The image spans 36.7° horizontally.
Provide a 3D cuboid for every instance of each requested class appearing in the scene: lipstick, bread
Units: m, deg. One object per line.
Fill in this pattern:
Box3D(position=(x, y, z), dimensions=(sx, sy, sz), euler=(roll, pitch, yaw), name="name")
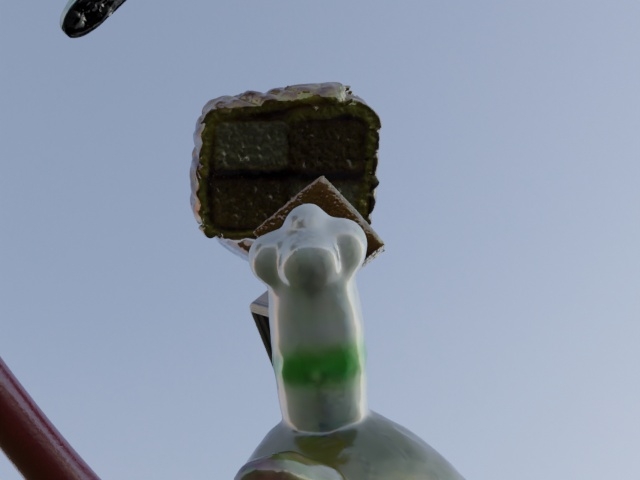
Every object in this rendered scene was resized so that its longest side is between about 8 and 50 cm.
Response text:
Box3D(position=(-0.378, 0.256, 1.246), dimensions=(0.080, 0.080, 0.241), euler=(-42, -94, 21), name="lipstick")
Box3D(position=(0.000, 0.000, 0.931), dimensions=(0.090, 0.094, 0.035), euler=(-41, -12, -3), name="bread")
Box3D(position=(-0.043, -0.091, 1.121), dimensions=(0.222, 0.096, 0.181), euler=(-4, -73, -7), name="bread")

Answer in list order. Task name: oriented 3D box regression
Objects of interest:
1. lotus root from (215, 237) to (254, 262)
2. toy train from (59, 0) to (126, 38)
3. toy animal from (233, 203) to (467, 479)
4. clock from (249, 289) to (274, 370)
Box3D(position=(-0.082, -0.051, 1.495), dimensions=(0.193, 0.291, 0.193), euler=(-14, -65, -34), name="lotus root")
Box3D(position=(-0.230, -0.334, 1.158), dimensions=(0.234, 0.051, 0.052), euler=(-45, -38, -7), name="toy train")
Box3D(position=(0.026, 0.179, 0.501), dimensions=(0.180, 0.181, 0.363), euler=(9, -63, -3), name="toy animal")
Box3D(position=(-0.021, 0.173, 1.559), dimensions=(0.071, 0.147, 0.192), euler=(-36, -60, -32), name="clock")
